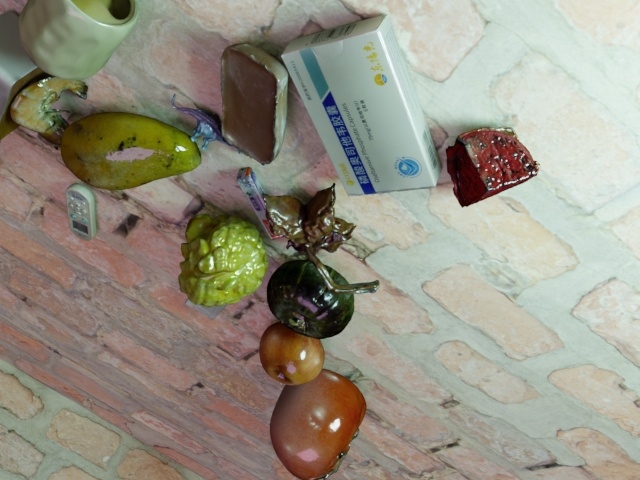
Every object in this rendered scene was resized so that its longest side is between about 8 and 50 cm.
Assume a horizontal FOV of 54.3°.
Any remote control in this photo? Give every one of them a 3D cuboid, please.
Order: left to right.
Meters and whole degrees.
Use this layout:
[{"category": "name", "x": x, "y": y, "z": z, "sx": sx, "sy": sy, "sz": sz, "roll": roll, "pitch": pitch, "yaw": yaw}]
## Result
[{"category": "remote control", "x": -0.675, "y": -0.080, "z": 1.769, "sx": 0.078, "sy": 0.042, "sz": 0.221, "roll": 22, "pitch": 141, "yaw": 1}, {"category": "remote control", "x": -0.299, "y": 0.139, "z": 1.808, "sx": 0.103, "sy": 0.055, "sz": 0.277, "roll": 34, "pitch": 140, "yaw": -10}]

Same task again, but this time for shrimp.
[{"category": "shrimp", "x": -0.591, "y": -0.293, "z": 1.452, "sx": 0.058, "sy": 0.169, "sz": 0.296, "roll": 54, "pitch": 179, "yaw": 14}]

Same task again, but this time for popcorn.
[{"category": "popcorn", "x": -0.263, "y": 0.049, "z": 1.574, "sx": 0.252, "sy": 0.206, "sz": 0.236, "roll": 10, "pitch": 106, "yaw": 43}]

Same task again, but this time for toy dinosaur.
[{"category": "toy dinosaur", "x": -0.252, "y": -0.247, "z": 1.375, "sx": 0.080, "sy": 0.045, "sz": 0.197, "roll": -34, "pitch": 122, "yaw": 32}]

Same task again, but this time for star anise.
[{"category": "star anise", "x": 0.006, "y": -0.004, "z": 1.430, "sx": 0.346, "sy": 0.148, "sz": 0.237, "roll": 45, "pitch": 132, "yaw": -10}]

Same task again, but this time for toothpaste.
[{"category": "toothpaste", "x": -0.140, "y": -0.087, "z": 1.494, "sx": 0.040, "sy": 0.047, "sz": 0.196, "roll": -14, "pitch": 128, "yaw": 17}]

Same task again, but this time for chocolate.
[{"category": "chocolate", "x": -0.120, "y": -0.276, "z": 1.244, "sx": 0.161, "sy": 0.083, "sz": 0.261, "roll": 39, "pitch": 146, "yaw": 17}]

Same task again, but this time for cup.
[{"category": "cup", "x": -0.494, "y": -0.445, "z": 1.179, "sx": 0.255, "sy": 0.173, "sz": 0.202, "roll": 42, "pitch": 136, "yaw": -21}]

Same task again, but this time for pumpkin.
[{"category": "pumpkin", "x": -0.028, "y": 0.157, "z": 1.610, "sx": 0.238, "sy": 0.159, "sz": 0.238, "roll": 14, "pitch": 144, "yaw": 11}]

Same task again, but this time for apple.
[{"category": "apple", "x": -0.088, "y": 0.338, "z": 1.834, "sx": 0.201, "sy": 0.162, "sz": 0.201, "roll": 13, "pitch": 139, "yaw": 11}]

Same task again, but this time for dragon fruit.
[{"category": "dragon fruit", "x": 0.316, "y": -0.140, "z": 1.190, "sx": 0.127, "sy": 0.120, "sz": 0.161, "roll": -17, "pitch": 169, "yaw": -11}]

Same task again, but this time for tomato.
[{"category": "tomato", "x": -0.023, "y": 0.565, "z": 1.928, "sx": 0.273, "sy": 0.341, "sz": 0.341, "roll": 31, "pitch": 141, "yaw": 12}]

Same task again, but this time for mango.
[{"category": "mango", "x": -0.441, "y": -0.202, "z": 1.428, "sx": 0.330, "sy": 0.175, "sz": 0.177, "roll": 4, "pitch": 180, "yaw": 26}]

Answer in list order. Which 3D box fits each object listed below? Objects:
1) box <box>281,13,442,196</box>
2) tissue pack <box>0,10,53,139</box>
[{"category": "box", "x": 0.087, "y": -0.240, "z": 1.194, "sx": 0.200, "sy": 0.065, "sz": 0.343, "roll": -5, "pitch": 132, "yaw": 30}, {"category": "tissue pack", "x": -0.707, "y": -0.359, "z": 1.388, "sx": 0.136, "sy": 0.159, "sz": 0.246, "roll": 41, "pitch": 138, "yaw": -10}]
